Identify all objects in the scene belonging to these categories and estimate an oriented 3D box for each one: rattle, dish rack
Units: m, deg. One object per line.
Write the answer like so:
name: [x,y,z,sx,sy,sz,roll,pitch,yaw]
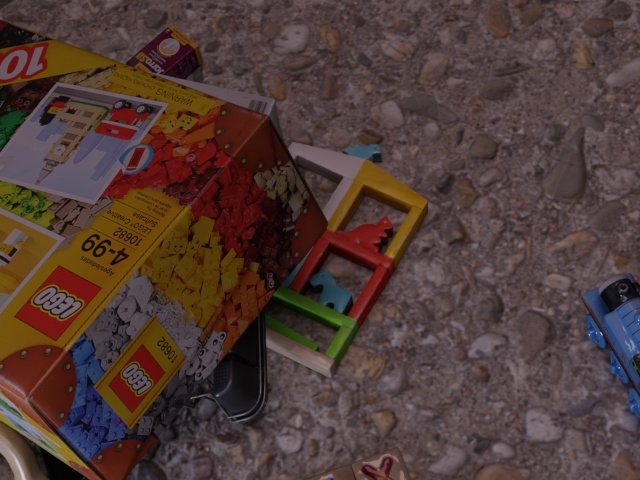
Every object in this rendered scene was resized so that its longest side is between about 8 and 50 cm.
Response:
rattle: [-0.324,0.263,1.503,0.199,0.143,0.130,35,103,5]
dish rack: [-0.198,0.118,1.530,0.271,0.074,0.208,-14,60,20]

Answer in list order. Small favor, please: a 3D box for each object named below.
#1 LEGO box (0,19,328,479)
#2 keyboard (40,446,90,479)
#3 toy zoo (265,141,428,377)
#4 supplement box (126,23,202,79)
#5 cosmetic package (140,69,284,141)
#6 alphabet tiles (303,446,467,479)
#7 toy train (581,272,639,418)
LEGO box: [-0.305,-0.011,1.471,0.500,0.193,0.372,22,64,38]
keyboard: [-0.270,0.190,1.472,0.100,0.038,0.192,-43,48,19]
toy zoo: [0.000,0.000,1.608,0.192,0.030,0.293,25,68,18]
supplement box: [-0.203,-0.232,1.745,0.055,0.043,0.083,40,73,21]
cosmetic package: [-0.171,-0.151,1.669,0.239,0.099,0.060,13,67,13]
alphabet tiles: [0.061,0.398,1.402,0.285,0.011,0.343,-19,62,-4]
toy train: [0.355,0.116,1.467,0.080,0.105,0.184,-22,62,-6]
